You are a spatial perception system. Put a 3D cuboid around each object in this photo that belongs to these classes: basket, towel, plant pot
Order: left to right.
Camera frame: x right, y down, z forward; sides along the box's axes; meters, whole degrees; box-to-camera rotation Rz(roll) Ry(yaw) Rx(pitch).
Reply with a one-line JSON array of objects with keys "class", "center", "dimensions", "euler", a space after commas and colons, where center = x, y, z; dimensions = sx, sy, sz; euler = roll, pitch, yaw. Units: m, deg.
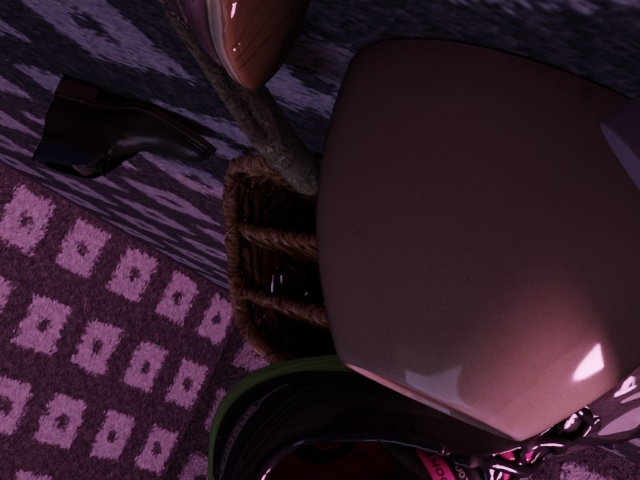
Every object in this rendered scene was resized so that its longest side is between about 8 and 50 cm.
[{"class": "towel", "center": [-0.052, -0.103, 0.686], "dimensions": [0.148, 0.027, 0.110], "euler": [57, -174, 22]}, {"class": "basket", "center": [0.010, 0.051, 1.021], "dimensions": [0.223, 0.213, 0.299], "euler": [30, 170, -35]}, {"class": "plant pot", "center": [0.109, 0.021, 0.655], "dimensions": [0.284, 0.191, 0.284], "euler": [24, 172, 4]}]

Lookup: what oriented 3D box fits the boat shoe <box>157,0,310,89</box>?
[{"class": "boat shoe", "center": [-0.058, -0.153, 0.468], "dimensions": [0.073, 0.080, 0.223], "euler": [28, 167, 16]}]

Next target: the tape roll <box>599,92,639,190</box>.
[{"class": "tape roll", "center": [0.206, 0.019, 0.389], "dimensions": [0.219, 0.072, 0.219], "euler": [49, -166, -17]}]

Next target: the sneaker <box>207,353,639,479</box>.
[{"class": "sneaker", "center": [0.132, 0.164, 0.804], "dimensions": [0.202, 0.482, 0.185], "euler": [-86, -29, -60]}]

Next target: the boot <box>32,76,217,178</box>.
[{"class": "boot", "center": [-0.226, -0.103, 1.104], "dimensions": [0.219, 0.106, 0.082], "euler": [21, 171, 23]}]

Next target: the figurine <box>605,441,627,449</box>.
[{"class": "figurine", "center": [0.381, 0.228, 1.537], "dimensions": [0.215, 0.092, 0.209], "euler": [20, 162, 34]}]

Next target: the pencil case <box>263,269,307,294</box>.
[{"class": "pencil case", "center": [0.029, 0.063, 1.258], "dimensions": [0.273, 0.113, 0.124], "euler": [21, 152, 0]}]
